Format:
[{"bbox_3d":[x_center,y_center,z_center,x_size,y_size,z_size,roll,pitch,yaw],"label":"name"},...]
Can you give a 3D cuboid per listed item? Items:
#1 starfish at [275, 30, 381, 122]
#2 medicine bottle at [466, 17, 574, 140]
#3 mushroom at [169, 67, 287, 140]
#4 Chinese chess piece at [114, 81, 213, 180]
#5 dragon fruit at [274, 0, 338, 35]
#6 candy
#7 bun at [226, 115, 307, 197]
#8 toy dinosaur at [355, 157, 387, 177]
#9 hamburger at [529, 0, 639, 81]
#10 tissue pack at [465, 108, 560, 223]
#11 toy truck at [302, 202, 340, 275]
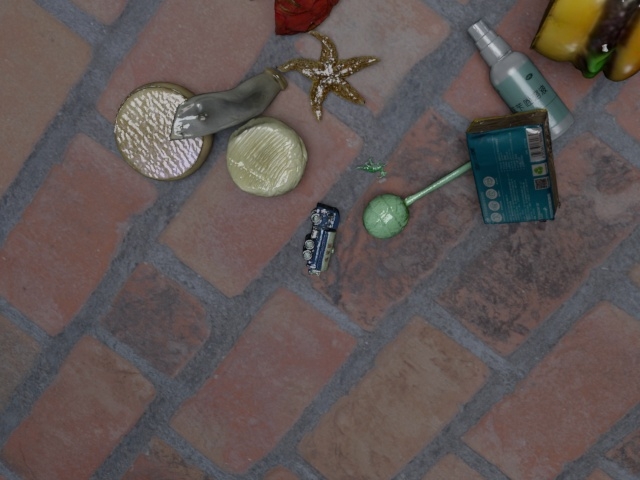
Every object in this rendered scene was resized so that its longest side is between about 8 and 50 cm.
[{"bbox_3d":[0.023,-0.435,1.605,0.277,0.062,0.236,-3,104,3],"label":"starfish"},{"bbox_3d":[0.496,-0.408,1.531,0.110,0.110,0.352,-38,97,13],"label":"medicine bottle"},{"bbox_3d":[-0.240,-0.351,1.576,0.351,0.097,0.109,-28,96,-22],"label":"mushroom"},{"bbox_3d":[-0.430,-0.297,1.663,0.269,0.112,0.270,1,104,6],"label":"Chinese chess piece"},{"bbox_3d":[-0.014,-0.650,1.483,0.151,0.205,0.317,16,105,2],"label":"dragon fruit"},{"bbox_3d":[0.308,-0.148,1.631,0.439,0.119,0.119,-32,98,6],"label":"candy"},{"bbox_3d":[-0.142,-0.228,1.636,0.220,0.134,0.221,0,105,-1],"label":"bun"},{"bbox_3d":[0.143,-0.194,1.670,0.083,0.021,0.062,-27,112,11],"label":"toy dinosaur"},{"bbox_3d":[0.666,-0.542,1.343,0.277,0.396,0.396,24,105,10],"label":"hamburger"},{"bbox_3d":[0.490,-0.183,1.529,0.192,0.134,0.271,-1,122,29],"label":"tissue pack"},{"bbox_3d":[0.000,0.000,1.705,0.088,0.074,0.202,13,105,-2],"label":"toy truck"}]
